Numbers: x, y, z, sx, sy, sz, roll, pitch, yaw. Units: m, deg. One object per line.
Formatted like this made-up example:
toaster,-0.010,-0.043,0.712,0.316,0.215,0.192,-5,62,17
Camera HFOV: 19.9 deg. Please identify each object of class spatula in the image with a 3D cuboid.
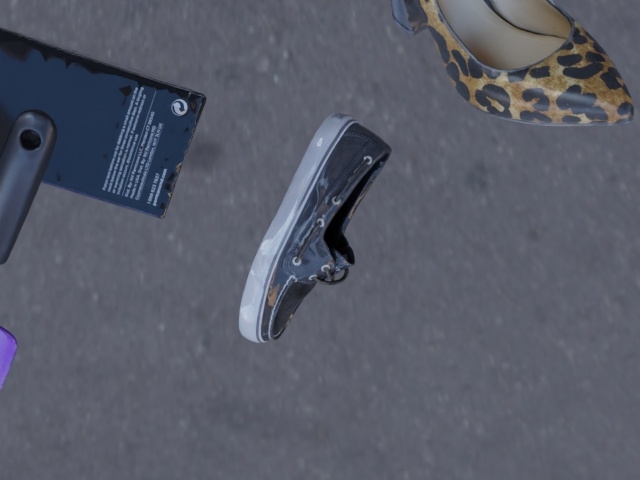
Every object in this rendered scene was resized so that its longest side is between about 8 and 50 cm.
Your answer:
spatula,-0.226,0.021,1.226,0.084,0.030,0.296,26,133,-4

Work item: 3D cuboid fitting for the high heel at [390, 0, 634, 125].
high heel,0.122,-0.190,1.326,0.093,0.261,0.186,-37,138,-20

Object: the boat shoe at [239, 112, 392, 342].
boat shoe,0.000,0.000,1.656,0.076,0.080,0.228,28,100,18

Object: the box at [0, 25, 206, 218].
box,-0.219,-0.105,1.386,0.184,0.261,0.103,20,93,-22
